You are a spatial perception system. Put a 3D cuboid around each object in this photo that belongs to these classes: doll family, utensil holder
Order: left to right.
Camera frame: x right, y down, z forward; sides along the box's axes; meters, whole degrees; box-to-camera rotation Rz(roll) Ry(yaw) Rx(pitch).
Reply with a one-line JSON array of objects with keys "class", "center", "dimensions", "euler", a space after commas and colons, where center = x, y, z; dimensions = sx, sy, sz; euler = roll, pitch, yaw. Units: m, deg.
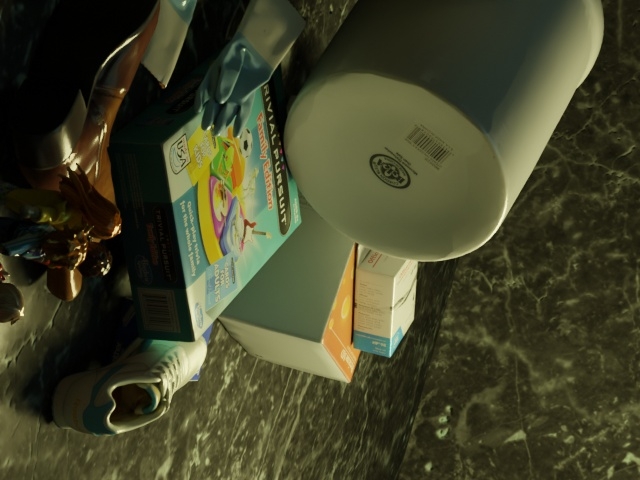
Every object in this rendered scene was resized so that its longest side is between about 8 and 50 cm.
[{"class": "doll family", "center": [-0.280, -0.009, 1.637], "dimensions": [0.263, 0.163, 0.118], "euler": [-35, 136, -65]}, {"class": "utensil holder", "center": [0.161, -0.205, 2.302], "dimensions": [0.327, 0.328, 0.385], "euler": [88, 25, -43]}]

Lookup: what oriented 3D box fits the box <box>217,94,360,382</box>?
[{"class": "box", "center": [0.000, 0.000, 2.530], "dimensions": [0.215, 0.168, 0.345], "euler": [58, 49, -67]}]

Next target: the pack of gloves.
[{"class": "pack of gloves", "center": [-0.133, -0.240, 2.041], "dimensions": [0.195, 0.046, 0.232], "euler": [47, 51, -27]}]

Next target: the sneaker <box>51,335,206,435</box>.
[{"class": "sneaker", "center": [-0.204, 0.169, 2.048], "dimensions": [0.229, 0.092, 0.087], "euler": [-30, 122, -45]}]

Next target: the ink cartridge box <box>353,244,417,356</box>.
[{"class": "ink cartridge box", "center": [0.093, 0.061, 2.481], "dimensions": [0.104, 0.060, 0.180], "euler": [-54, 152, -50]}]

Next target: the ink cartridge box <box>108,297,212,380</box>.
[{"class": "ink cartridge box", "center": [-0.199, 0.126, 2.207], "dimensions": [0.207, 0.046, 0.097], "euler": [14, 90, -73]}]

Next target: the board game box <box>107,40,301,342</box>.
[{"class": "board game box", "center": [-0.132, -0.067, 2.132], "dimensions": [0.336, 0.079, 0.253], "euler": [-50, 138, -55]}]

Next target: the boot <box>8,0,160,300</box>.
[{"class": "boot", "center": [-0.228, -0.110, 1.850], "dimensions": [0.280, 0.096, 0.264], "euler": [86, 18, -54]}]
